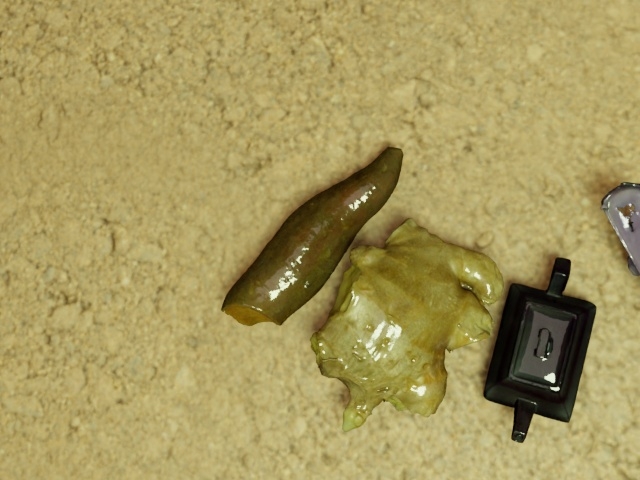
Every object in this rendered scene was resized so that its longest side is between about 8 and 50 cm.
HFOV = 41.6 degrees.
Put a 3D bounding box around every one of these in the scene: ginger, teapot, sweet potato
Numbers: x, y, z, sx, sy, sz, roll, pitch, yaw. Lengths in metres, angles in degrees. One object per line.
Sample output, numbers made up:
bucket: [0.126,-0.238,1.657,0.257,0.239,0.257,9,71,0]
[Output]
ginger: [0.073,0.087,0.813,0.157,0.102,0.216,31,82,-10]
teapot: [0.204,0.099,0.781,0.087,0.096,0.177,14,82,16]
sweet potato: [0.000,0.000,0.866,0.077,0.077,0.244,42,82,17]

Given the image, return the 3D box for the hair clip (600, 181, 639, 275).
hair clip: [0.346,0.072,0.749,0.137,0.090,0.279,-31,73,32]
